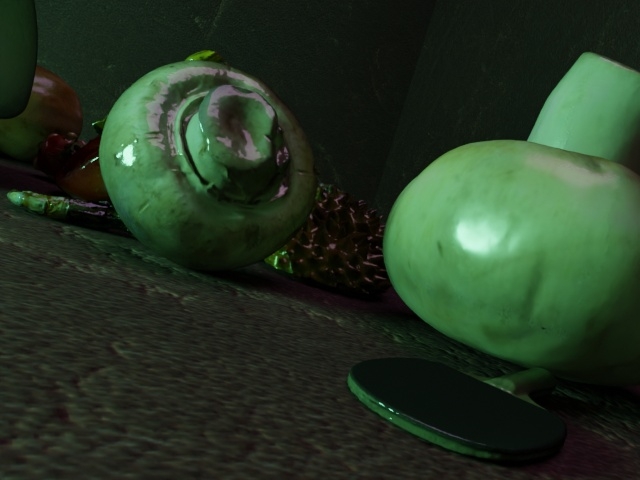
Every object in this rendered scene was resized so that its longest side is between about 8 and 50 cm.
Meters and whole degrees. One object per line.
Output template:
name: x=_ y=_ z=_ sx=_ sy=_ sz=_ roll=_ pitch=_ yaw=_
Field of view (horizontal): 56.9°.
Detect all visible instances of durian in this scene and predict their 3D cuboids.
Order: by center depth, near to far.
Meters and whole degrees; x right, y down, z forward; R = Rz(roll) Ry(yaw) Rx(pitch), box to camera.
durian: x=0.008 y=-0.009 z=0.829 sx=0.250 sy=0.137 sz=0.183 roll=29 pitch=3 yaw=40

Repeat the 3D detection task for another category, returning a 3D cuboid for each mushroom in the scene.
mushroom: x=0.255 y=0.004 z=0.618 sx=0.354 sy=0.353 sz=0.325 roll=17 pitch=31 yaw=6
mushroom: x=-0.113 y=-0.089 z=0.647 sx=0.255 sy=0.254 sz=0.184 roll=16 pitch=-28 yaw=-15

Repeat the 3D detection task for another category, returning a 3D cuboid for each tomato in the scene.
tomato: x=-0.268 y=-0.127 z=0.893 sx=0.139 sy=0.233 sz=0.200 roll=47 pitch=-17 yaw=-28

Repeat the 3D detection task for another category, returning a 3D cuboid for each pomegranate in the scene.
pomegranate: x=-0.578 y=-0.247 z=1.162 sx=0.207 sy=0.207 sz=0.207 roll=17 pitch=5 yaw=-2

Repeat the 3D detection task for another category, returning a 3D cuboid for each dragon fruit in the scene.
dragon fruit: x=-0.433 y=-0.140 z=1.003 sx=0.081 sy=0.086 sz=0.116 roll=5 pitch=2 yaw=-43

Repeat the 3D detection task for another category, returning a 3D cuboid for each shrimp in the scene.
shrimp: x=-0.276 y=-0.037 z=0.695 sx=0.161 sy=0.034 sz=0.091 roll=15 pitch=5 yaw=-14

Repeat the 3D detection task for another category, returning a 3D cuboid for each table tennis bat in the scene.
table tennis bat: x=0.121 y=0.114 z=0.442 sx=0.138 sy=0.022 sz=0.247 roll=21 pitch=7 yaw=39

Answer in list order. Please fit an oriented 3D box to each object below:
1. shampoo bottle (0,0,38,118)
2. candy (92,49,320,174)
shampoo bottle: x=-0.540 y=-0.270 z=0.759 sx=0.323 sy=0.317 sz=0.322 roll=17 pitch=7 yaw=-2
candy: x=-0.140 y=-0.121 z=0.821 sx=0.297 sy=0.187 sz=0.081 roll=47 pitch=10 yaw=-52
